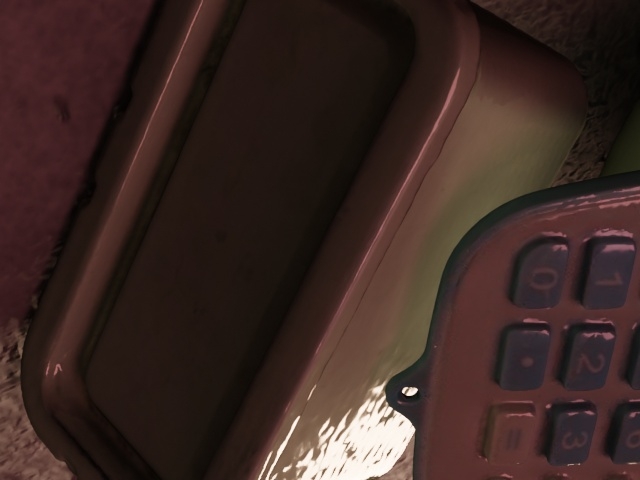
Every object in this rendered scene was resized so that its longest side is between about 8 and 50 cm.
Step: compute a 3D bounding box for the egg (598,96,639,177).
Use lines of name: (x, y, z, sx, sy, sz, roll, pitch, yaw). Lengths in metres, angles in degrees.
egg: (0.319, -0.013, 0.819, 0.276, 0.276, 0.389, -1, 125, -39)

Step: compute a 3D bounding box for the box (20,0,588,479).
box: (0.000, 0.000, 0.661, 0.182, 0.175, 0.312, 4, 118, -51)

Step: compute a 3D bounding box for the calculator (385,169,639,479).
calculator: (0.222, 0.068, 0.654, 0.386, 0.054, 0.256, -2, 125, -10)
